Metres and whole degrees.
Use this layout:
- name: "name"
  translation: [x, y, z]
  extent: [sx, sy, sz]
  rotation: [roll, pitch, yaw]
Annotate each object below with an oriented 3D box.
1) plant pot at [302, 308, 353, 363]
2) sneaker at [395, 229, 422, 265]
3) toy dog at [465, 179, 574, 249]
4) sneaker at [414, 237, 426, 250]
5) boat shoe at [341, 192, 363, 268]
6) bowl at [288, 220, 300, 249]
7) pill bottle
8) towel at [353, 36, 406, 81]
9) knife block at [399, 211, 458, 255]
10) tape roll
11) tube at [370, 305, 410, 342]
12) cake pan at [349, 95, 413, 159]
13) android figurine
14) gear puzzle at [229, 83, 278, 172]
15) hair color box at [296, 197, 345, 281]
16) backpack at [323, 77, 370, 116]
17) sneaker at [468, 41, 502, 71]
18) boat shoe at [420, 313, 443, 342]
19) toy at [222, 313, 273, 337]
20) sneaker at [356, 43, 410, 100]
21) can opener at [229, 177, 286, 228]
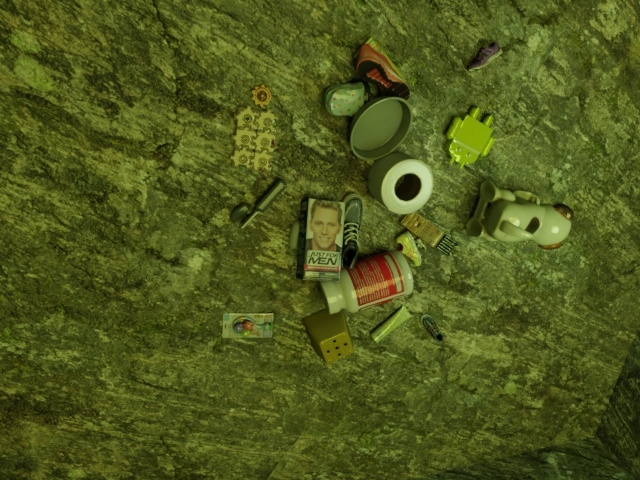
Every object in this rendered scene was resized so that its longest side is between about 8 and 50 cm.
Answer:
- name: "plant pot"
  translation: [0.056, 0.476, 2.076]
  extent: [0.212, 0.187, 0.212]
  rotation: [-22, 118, -7]
- name: "sneaker"
  translation: [0.431, 0.047, 2.066]
  extent: [0.094, 0.081, 0.208]
  rotation: [-25, 114, 7]
- name: "toy dog"
  translation: [0.977, -0.105, 1.988]
  extent: [0.408, 0.395, 0.284]
  rotation: [9, 102, -11]
- name: "sneaker"
  translation: [0.499, 0.021, 2.097]
  extent: [0.037, 0.032, 0.083]
  rotation: [-31, 114, 14]
- name: "boat shoe"
  translation: [0.138, -0.034, 1.890]
  extent: [0.127, 0.158, 0.340]
  rotation: [4, 112, -18]
- name: "bowl"
  translation: [-0.067, -0.014, 1.899]
  extent: [0.142, 0.053, 0.142]
  rotation: [6, 112, -18]
- name: "pill bottle"
  translation: [0.208, 0.205, 1.978]
  extent: [0.408, 0.229, 0.229]
  rotation: [-16, 117, -9]
- name: "towel"
  translation: [0.243, -0.700, 1.708]
  extent: [0.102, 0.021, 0.237]
  rotation: [-44, 119, 12]
- name: "knife block"
  translation: [0.538, -0.036, 2.062]
  extent: [0.276, 0.242, 0.088]
  rotation: [39, 100, 19]
- name: "tape roll"
  translation: [0.349, -0.256, 1.849]
  extent: [0.246, 0.169, 0.246]
  rotation: [-6, 114, -14]
- name: "tube"
  translation: [0.374, 0.450, 2.236]
  extent: [0.240, 0.062, 0.070]
  rotation: [-39, 162, -3]
- name: "cake pan"
  translation: [0.243, -0.467, 1.731]
  extent: [0.293, 0.054, 0.293]
  rotation: [-19, 142, -16]
- name: "android figurine"
  translation: [0.679, -0.465, 1.920]
  extent: [0.248, 0.056, 0.272]
  rotation: [21, 104, -24]
- name: "gear puzzle"
  translation: [-0.260, -0.446, 1.662]
  extent: [0.176, 0.044, 0.338]
  rotation: [5, 109, -17]
- name: "hair color box"
  translation: [0.000, 0.000, 1.821]
  extent: [0.174, 0.105, 0.347]
  rotation: [4, 88, -20]
- name: "backpack"
  translation: [0.103, -0.564, 1.671]
  extent: [0.182, 0.115, 0.151]
  rotation: [-6, 116, -12]
- name: "sneaker"
  translation: [0.691, -0.781, 1.789]
  extent: [0.170, 0.068, 0.071]
  rotation: [-39, 103, -7]
- name: "boat shoe"
  translation: [0.616, 0.481, 2.301]
  extent: [0.065, 0.083, 0.183]
  rotation: [-38, 118, 2]
- name: "toy"
  translation: [-0.345, 0.418, 2.006]
  extent: [0.237, 0.056, 0.136]
  rotation: [1, 111, -17]
- name: "sneaker"
  translation: [0.258, -0.661, 1.656]
  extent: [0.116, 0.136, 0.314]
  rotation: [-20, 150, 35]
- name: "can opener"
  translation: [-0.260, -0.159, 1.766]
  extent: [0.280, 0.074, 0.093]
  rotation: [-43, 117, 4]
